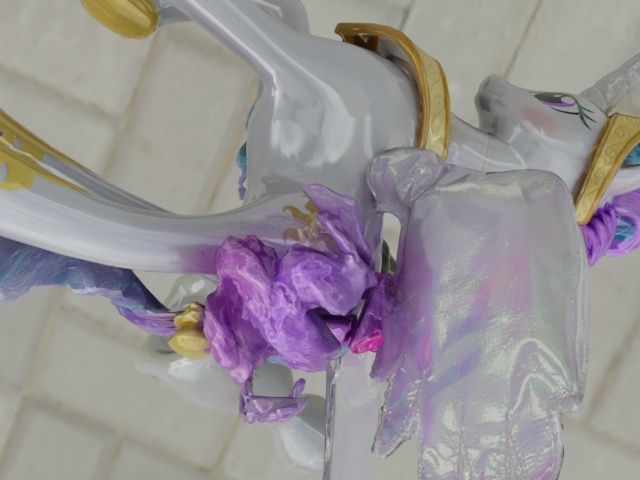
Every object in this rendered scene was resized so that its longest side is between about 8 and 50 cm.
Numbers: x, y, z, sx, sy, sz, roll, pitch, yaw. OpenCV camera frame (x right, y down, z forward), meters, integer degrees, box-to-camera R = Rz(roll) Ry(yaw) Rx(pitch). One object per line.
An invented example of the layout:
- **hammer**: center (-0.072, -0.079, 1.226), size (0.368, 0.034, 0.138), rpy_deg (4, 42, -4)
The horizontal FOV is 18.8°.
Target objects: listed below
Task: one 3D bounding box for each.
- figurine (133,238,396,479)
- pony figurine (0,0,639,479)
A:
- **figurine**: center (0.009, 0.102, 1.378), size (0.215, 0.092, 0.209), rpy_deg (-16, 134, 33)
- **pony figurine**: center (0.000, 0.000, 0.900), size (0.363, 0.351, 0.303), rpy_deg (21, 149, -10)
